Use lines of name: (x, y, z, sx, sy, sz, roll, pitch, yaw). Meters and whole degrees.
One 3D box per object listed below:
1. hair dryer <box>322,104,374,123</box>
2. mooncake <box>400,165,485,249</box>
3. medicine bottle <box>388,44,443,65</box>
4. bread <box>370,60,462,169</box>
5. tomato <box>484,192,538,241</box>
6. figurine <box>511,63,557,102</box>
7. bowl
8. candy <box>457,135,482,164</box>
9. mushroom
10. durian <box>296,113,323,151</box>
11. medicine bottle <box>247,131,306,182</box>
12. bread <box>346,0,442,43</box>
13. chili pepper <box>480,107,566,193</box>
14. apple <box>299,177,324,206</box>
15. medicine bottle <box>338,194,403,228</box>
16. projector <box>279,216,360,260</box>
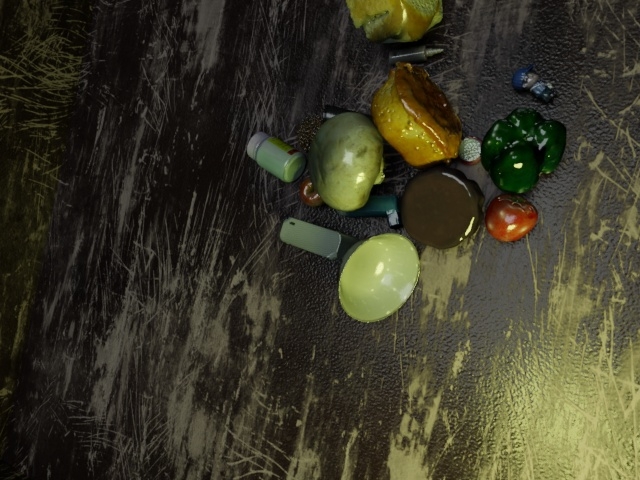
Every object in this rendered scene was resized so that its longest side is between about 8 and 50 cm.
hair dryer: (0.092, -0.387, 1.790, 0.197, 0.089, 0.251, 16, 107, 12)
mooncake: (0.415, -0.116, 1.559, 0.283, 0.141, 0.283, 10, 111, 26)
medicine bottle: (0.359, -0.697, 1.706, 0.199, 0.057, 0.057, -1, 86, 24)
bread: (0.323, -0.414, 1.540, 0.204, 0.358, 0.337, -33, 29, 31)
tomato: (0.621, -0.070, 1.492, 0.167, 0.167, 0.167, -2, 85, 24)
figurine: (0.717, -0.523, 1.527, 0.149, 0.086, 0.087, 45, 144, 9)
bowl: (0.174, 0.108, 1.629, 0.157, 0.337, 0.337, 35, 102, 55)
candy: (0.527, -0.317, 1.607, 0.103, 0.043, 0.103, -2, 85, 24)
mushroom: (0.100, -0.278, 1.621, 0.260, 0.352, 0.352, 0, 84, -20)
durian: (-0.039, -0.427, 1.846, 0.148, 0.091, 0.188, 4, 90, 22)
medicine bottle: (-0.183, -0.345, 1.877, 0.225, 0.139, 0.139, 34, 100, 23)
bread: (0.293, -0.839, 1.630, 0.239, 0.395, 0.264, 2, 111, 42)
chili pepper: (0.630, -0.289, 1.444, 0.233, 0.257, 0.248, 42, 95, 25)
apple: (-0.023, -0.192, 1.814, 0.126, 0.102, 0.126, -3, 82, 19)
medicine bottle: (0.193, -0.110, 1.721, 0.258, 0.079, 0.124, 3, 85, 25)
projector: (0.000, 0.000, 1.735, 0.250, 0.198, 0.108, 18, 93, 25)
